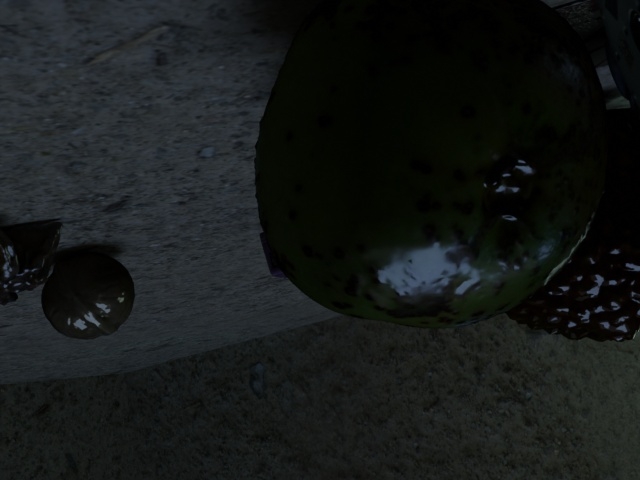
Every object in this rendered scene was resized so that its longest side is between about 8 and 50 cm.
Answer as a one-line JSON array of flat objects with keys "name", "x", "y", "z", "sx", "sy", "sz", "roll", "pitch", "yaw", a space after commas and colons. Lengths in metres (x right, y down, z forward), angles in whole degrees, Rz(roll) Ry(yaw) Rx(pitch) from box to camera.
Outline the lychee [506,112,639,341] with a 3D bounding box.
[{"name": "lychee", "x": 0.246, "y": -0.017, "z": 0.906, "sx": 0.236, "sy": 0.271, "sz": 0.236, "roll": -20, "pitch": 145, "yaw": -15}]

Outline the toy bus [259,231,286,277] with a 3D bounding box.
[{"name": "toy bus", "x": 0.000, "y": 0.000, "z": 1.430, "sx": 0.178, "sy": 0.098, "sz": 0.087, "roll": -18, "pitch": 168, "yaw": 26}]

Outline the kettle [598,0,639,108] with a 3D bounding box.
[{"name": "kettle", "x": 0.343, "y": -0.215, "z": 0.651, "sx": 0.243, "sy": 0.159, "sz": 0.210, "roll": -21, "pitch": 140, "yaw": 7}]

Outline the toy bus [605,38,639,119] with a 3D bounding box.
[{"name": "toy bus", "x": 0.431, "y": -0.120, "z": 0.899, "sx": 0.197, "sy": 0.231, "sz": 0.294, "roll": -19, "pitch": 168, "yaw": 29}]

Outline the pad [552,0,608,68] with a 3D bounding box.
[{"name": "pad", "x": 0.334, "y": -0.222, "z": 0.898, "sx": 0.330, "sy": 0.004, "sz": 0.220, "roll": -15, "pitch": 170, "yaw": 12}]

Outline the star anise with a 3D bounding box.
[{"name": "star anise", "x": -0.419, "y": 0.046, "z": 1.155, "sx": 0.212, "sy": 0.073, "sz": 0.197, "roll": -44, "pitch": 171, "yaw": 31}]

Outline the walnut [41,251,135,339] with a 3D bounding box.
[{"name": "walnut", "x": -0.357, "y": 0.086, "z": 1.376, "sx": 0.140, "sy": 0.140, "sz": 0.162, "roll": -12, "pitch": -179, "yaw": -4}]

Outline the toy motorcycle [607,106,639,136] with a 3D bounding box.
[{"name": "toy motorcycle", "x": 0.458, "y": -0.151, "z": 1.154, "sx": 0.316, "sy": 0.113, "sz": 0.169, "roll": -6, "pitch": -179, "yaw": 14}]

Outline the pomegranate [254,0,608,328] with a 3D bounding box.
[{"name": "pomegranate", "x": 0.065, "y": -0.075, "z": 0.735, "sx": 0.285, "sy": 0.284, "sz": 0.341, "roll": -8, "pitch": -167, "yaw": -22}]
